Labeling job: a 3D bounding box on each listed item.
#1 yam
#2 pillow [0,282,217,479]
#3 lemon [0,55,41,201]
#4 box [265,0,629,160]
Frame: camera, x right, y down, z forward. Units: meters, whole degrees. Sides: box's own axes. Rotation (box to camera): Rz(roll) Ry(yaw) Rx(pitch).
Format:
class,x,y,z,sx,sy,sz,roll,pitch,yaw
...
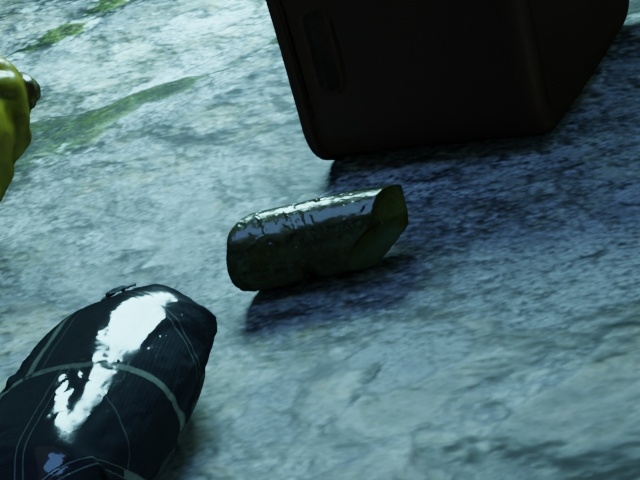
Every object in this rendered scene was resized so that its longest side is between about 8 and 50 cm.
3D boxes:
class,x,y,z,sx,sy,sz,roll,pitch,yaw
yam,0.000,0.000,1.591,0.146,0.069,0.069,-11,24,11
pillow,-0.170,0.119,1.403,0.161,0.092,0.335,-12,23,21
lemon,-0.431,-0.077,1.815,0.316,0.285,0.285,9,26,1
box,0.126,-0.241,1.833,0.229,0.239,0.339,-1,27,26
